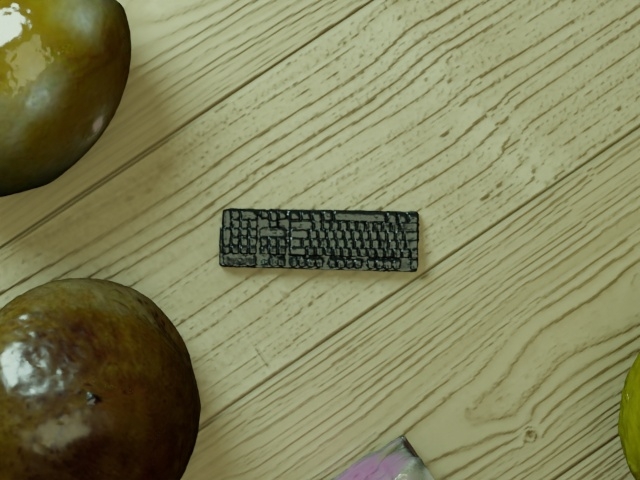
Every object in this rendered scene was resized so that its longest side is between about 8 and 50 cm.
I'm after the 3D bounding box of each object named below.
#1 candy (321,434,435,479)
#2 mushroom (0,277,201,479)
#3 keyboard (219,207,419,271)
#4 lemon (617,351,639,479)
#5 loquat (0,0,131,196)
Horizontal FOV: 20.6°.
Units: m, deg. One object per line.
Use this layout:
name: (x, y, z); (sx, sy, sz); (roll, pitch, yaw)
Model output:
candy: (0.111, 0.324, 1.674); (0.116, 0.155, 0.265); (-32, 99, -1)
mushroom: (-0.245, 0.167, 1.585); (0.283, 0.195, 0.263); (4, 100, -9)
keyboard: (0.000, 0.000, 1.695); (0.195, 0.018, 0.060); (1, 93, -9)
lemon: (0.428, 0.153, 1.649); (0.322, 0.268, 0.268); (-40, 100, 7)
loquat: (-0.270, -0.142, 1.562); (0.179, 0.179, 0.227); (38, 97, -10)
